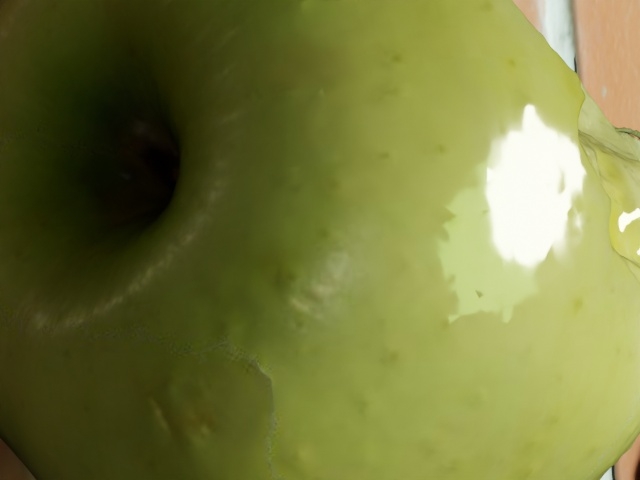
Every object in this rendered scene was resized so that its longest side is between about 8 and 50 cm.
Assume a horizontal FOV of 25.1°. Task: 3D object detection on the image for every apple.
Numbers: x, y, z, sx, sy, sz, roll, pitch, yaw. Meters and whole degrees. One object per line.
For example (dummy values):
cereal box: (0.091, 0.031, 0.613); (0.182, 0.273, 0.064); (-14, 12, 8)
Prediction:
apple: (0.000, 0.000, 0.517); (0.279, 0.279, 0.279); (-14, 108, -51)

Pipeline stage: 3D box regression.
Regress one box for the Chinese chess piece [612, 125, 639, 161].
Chinese chess piece: (0.141, 0.020, 0.853); (0.188, 0.083, 0.188); (-7, 99, -52)
